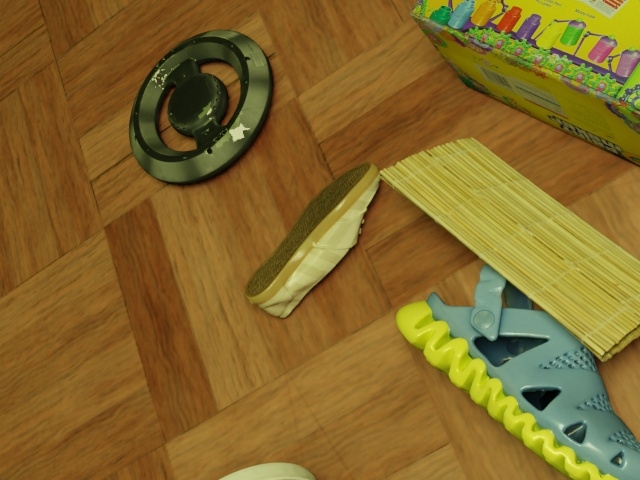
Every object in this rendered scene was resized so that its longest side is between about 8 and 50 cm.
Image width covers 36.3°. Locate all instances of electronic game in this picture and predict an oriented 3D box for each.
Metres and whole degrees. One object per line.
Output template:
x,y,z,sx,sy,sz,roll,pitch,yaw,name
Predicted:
-0.164,-0.182,1.319,0.229,0.048,0.229,-12,64,26,electronic game

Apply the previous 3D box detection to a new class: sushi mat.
0.212,-0.006,0.998,0.316,0.151,0.019,43,140,34,sushi mat

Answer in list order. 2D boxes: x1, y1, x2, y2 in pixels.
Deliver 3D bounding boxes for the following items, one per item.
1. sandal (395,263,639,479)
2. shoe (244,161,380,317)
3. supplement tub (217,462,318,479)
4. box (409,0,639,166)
0.215,0.125,0.946,0.138,0.126,0.317,-48,57,0,sandal
0.000,0.000,1.158,0.219,0.058,0.076,-48,25,0,shoe
-0.025,0.370,0.927,0.191,0.191,0.272,-41,45,10,supplement tub
0.305,-0.259,1.005,0.290,0.177,0.279,34,90,35,box
